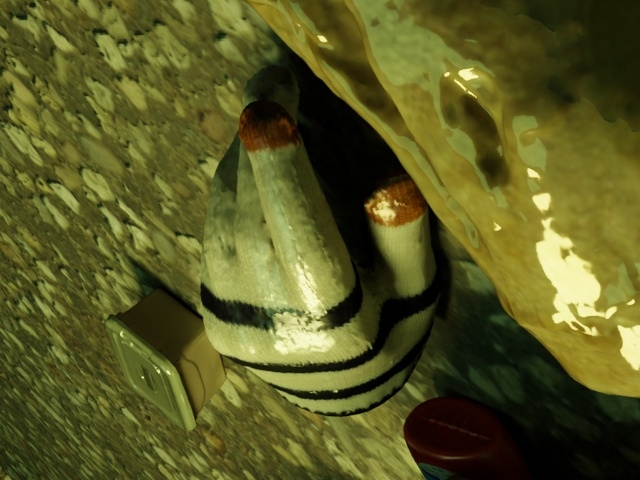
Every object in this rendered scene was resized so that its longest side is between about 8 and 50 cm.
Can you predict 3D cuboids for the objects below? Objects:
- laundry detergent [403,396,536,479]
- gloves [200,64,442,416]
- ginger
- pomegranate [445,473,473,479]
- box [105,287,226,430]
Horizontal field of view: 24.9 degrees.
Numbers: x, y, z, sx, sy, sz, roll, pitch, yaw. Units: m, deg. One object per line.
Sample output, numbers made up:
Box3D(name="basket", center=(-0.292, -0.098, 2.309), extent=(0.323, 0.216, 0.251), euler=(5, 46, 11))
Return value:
Box3D(name="laundry detergent", center=(0.120, 0.179, 0.993), extent=(0.097, 0.049, 0.165), euler=(15, 145, 46))
Box3D(name="gloves", center=(-0.012, 0.010, 0.839), extent=(0.140, 0.131, 0.218), euler=(27, 160, 34))
Box3D(name="ginger", center=(0.068, -0.072, 0.552), extent=(0.354, 0.126, 0.190), euler=(45, 163, 0))
Box3D(name="pomegranate", center=(0.108, 0.332, 0.851), extent=(0.411, 0.411, 0.411), euler=(38, 156, 20))
Box3D(name="box", center=(-0.134, 0.104, 1.296), extent=(0.089, 0.062, 0.122), euler=(35, 154, 25))
